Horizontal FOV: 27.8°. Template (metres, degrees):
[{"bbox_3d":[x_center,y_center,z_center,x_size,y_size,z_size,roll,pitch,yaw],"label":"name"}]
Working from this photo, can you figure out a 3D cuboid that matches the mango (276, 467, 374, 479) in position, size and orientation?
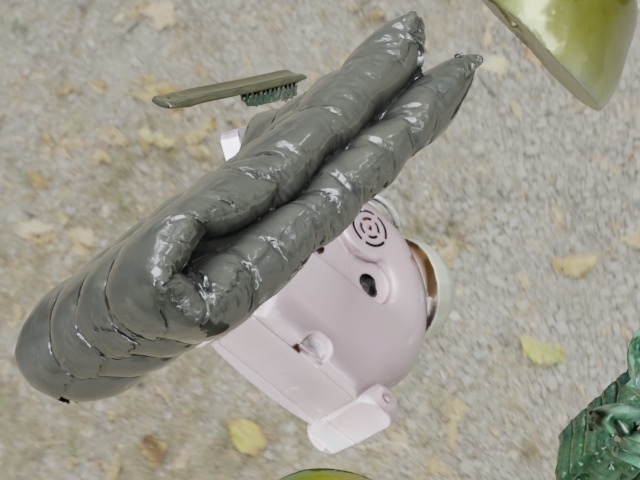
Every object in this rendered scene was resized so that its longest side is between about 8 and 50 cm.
[{"bbox_3d":[0.037,0.241,0.885,0.137,0.091,0.237,-51,54,23],"label":"mango"}]

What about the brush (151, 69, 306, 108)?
[{"bbox_3d":[-0.087,-0.141,1.271,0.034,0.190,0.027,22,117,35],"label":"brush"}]

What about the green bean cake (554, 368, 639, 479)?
[{"bbox_3d":[0.414,0.273,1.613,0.193,0.208,0.107,28,44,-2],"label":"green bean cake"}]

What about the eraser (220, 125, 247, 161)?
[{"bbox_3d":[-0.091,-0.110,1.608,0.026,0.105,0.065,-11,98,16],"label":"eraser"}]

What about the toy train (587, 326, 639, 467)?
[{"bbox_3d":[0.298,0.105,0.614,0.237,0.369,0.150,34,82,-16],"label":"toy train"}]

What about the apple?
[{"bbox_3d":[0.272,-0.335,1.749,0.312,0.360,0.320,2,85,21],"label":"apple"}]

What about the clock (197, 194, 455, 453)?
[{"bbox_3d":[0.006,0.063,1.691,0.184,0.342,0.326,-32,20,40],"label":"clock"}]

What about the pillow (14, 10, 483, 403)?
[{"bbox_3d":[-0.051,-0.018,0.895,0.101,0.228,0.326,49,53,-7],"label":"pillow"}]
